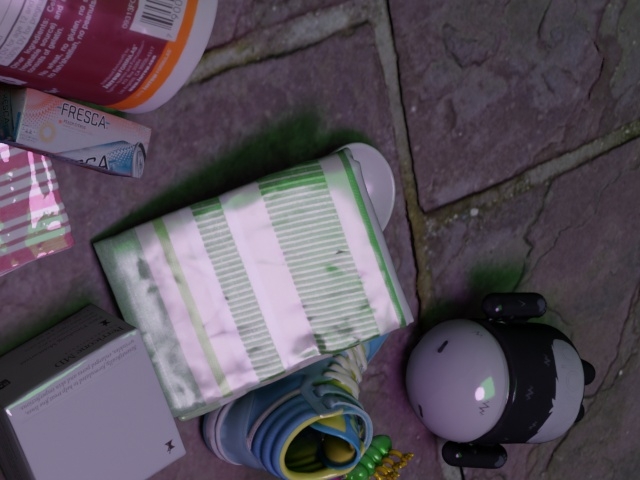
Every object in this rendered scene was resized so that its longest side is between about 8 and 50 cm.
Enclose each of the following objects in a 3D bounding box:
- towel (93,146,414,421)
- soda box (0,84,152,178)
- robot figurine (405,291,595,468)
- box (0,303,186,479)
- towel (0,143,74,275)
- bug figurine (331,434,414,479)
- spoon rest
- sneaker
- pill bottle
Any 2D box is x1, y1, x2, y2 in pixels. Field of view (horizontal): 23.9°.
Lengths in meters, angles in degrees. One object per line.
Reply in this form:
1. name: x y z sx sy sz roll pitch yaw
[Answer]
1. towel: -0.073 0.052 1.796 0.325 0.038 0.248 -22 107 -8
2. soda box: -0.271 -0.117 1.641 0.183 0.058 0.063 16 85 -48
3. robot figurine: 0.245 0.192 2.071 0.278 0.173 0.209 6 64 -38
4. box: -0.276 0.199 1.710 0.181 0.119 0.182 -31 119 -27
5. towel: -0.351 -0.057 1.639 0.144 0.029 0.197 -26 117 -30
6. bug figurine: 0.001 0.340 1.924 0.072 0.279 0.216 46 55 4
7. spoon rest: 0.000 0.000 1.886 0.276 0.084 0.137 -52 127 -13
8. sneaker: 0.027 0.184 1.877 0.319 0.208 0.127 -44 124 -20
9. pill bottle: -0.316 -0.270 1.482 0.392 0.224 0.224 12 95 -38
